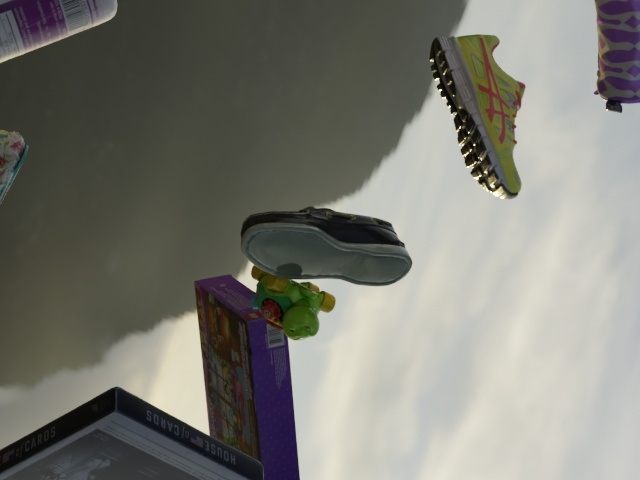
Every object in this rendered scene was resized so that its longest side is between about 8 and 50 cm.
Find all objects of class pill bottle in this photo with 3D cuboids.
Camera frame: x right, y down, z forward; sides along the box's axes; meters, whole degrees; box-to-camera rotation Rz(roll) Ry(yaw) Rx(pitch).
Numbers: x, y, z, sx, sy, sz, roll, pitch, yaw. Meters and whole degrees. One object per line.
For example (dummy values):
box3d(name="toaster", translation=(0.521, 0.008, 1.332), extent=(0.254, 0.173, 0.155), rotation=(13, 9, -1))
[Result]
box3d(name="pill bottle", translation=(-0.422, -0.305, 1.951), extent=(0.169, 0.301, 0.169), rotation=(157, -90, -79))

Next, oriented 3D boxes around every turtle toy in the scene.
box3d(name="turtle toy", translation=(-0.036, 0.077, 1.850), extent=(0.066, 0.095, 0.130), rotation=(-64, -154, 2))

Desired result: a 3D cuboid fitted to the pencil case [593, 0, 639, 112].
box3d(name="pencil case", translation=(0.317, -0.242, 1.601), extent=(0.088, 0.086, 0.206), rotation=(18, -57, 46))

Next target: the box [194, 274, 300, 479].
box3d(name="box", translation=(-0.096, 0.211, 2.053), extent=(0.201, 0.057, 0.293), rotation=(-151, -127, -63))

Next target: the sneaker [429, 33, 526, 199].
box3d(name="sneaker", translation=(0.204, -0.151, 1.817), extent=(0.081, 0.094, 0.208), rotation=(140, -68, -75))

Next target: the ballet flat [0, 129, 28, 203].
box3d(name="ballet flat", translation=(-0.458, -0.051, 2.044), extent=(0.241, 0.077, 0.091), rotation=(-61, -160, 25))

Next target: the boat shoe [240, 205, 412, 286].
box3d(name="boat shoe", translation=(0.000, 0.000, 1.811), extent=(0.081, 0.228, 0.068), rotation=(-52, -139, 34))

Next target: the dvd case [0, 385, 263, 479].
box3d(name="dvd case", translation=(-0.197, 0.215, 1.360), extent=(0.239, 0.179, 0.029), rotation=(-30, -135, 29))
